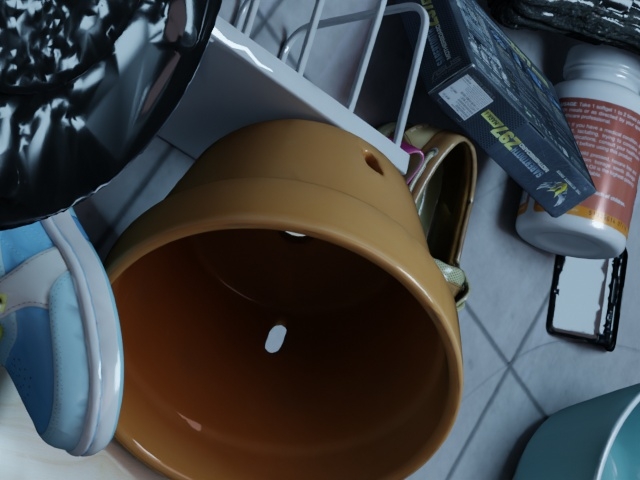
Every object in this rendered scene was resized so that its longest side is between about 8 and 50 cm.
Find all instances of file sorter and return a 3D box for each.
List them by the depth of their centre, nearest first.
[{"bbox_3d":[-0.065,-0.181,1.416,0.277,0.193,0.173,33,64,-40],"label":"file sorter"}]

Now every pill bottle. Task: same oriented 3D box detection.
[{"bbox_3d":[0.291,-0.097,1.822,0.121,0.121,0.216,27,72,-42],"label":"pill bottle"}]

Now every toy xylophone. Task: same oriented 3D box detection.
[{"bbox_3d":[-0.211,0.143,1.339,0.322,0.081,0.236,34,54,-38],"label":"toy xylophone"}]

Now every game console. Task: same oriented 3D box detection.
[{"bbox_3d":[0.305,0.057,1.915,0.107,0.071,0.122,39,60,-72],"label":"game console"}]

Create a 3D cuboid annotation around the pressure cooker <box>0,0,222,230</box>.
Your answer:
[{"bbox_3d":[-0.305,-0.219,1.012,0.370,0.420,0.375,-6,108,-54],"label":"pressure cooker"}]

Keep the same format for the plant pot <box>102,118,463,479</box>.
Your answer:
[{"bbox_3d":[-0.027,0.041,1.329,0.291,0.291,0.203,57,25,-29],"label":"plant pot"}]

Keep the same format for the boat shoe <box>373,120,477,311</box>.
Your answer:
[{"bbox_3d":[0.077,0.039,1.606,0.122,0.120,0.324,17,78,-44],"label":"boat shoe"}]

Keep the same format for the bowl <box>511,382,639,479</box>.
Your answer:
[{"bbox_3d":[0.319,0.295,1.823,0.311,0.163,0.311,1,89,-45],"label":"bowl"}]

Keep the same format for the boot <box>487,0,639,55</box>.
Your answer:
[{"bbox_3d":[0.309,-0.320,1.833,0.260,0.131,0.348,15,35,-10],"label":"boot"}]

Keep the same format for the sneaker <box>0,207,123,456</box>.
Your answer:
[{"bbox_3d":[-0.273,0.023,1.188,0.208,0.127,0.319,-5,55,-32],"label":"sneaker"}]

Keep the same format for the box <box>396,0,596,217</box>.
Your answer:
[{"bbox_3d":[0.173,-0.152,1.681,0.232,0.059,0.183,40,26,-39],"label":"box"}]

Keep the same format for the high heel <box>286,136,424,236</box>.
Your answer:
[{"bbox_3d":[0.000,0.000,1.530,0.244,0.117,0.082,-52,125,-32],"label":"high heel"}]
